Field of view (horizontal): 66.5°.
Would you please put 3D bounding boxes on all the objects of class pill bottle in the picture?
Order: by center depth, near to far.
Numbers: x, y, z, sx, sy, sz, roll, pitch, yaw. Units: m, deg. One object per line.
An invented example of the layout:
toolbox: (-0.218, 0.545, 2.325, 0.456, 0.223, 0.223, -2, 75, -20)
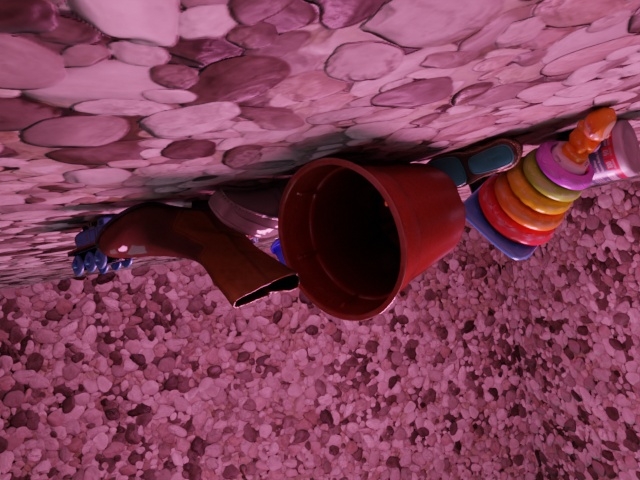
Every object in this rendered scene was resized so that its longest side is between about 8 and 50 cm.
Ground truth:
pill bottle: (0.502, -0.156, 0.946, 0.108, 0.107, 0.180, -7, 176, -42)

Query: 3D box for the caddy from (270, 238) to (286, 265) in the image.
caddy: (0.000, 0.000, 1.648, 0.342, 0.179, 0.241, -17, 163, -30)

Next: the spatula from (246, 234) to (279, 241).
spatula: (-0.155, -0.036, 1.082, 0.168, 0.019, 0.242, -11, -161, 6)

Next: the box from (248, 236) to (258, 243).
box: (-0.252, -0.009, 1.616, 0.233, 0.044, 0.159, -13, -173, 42)

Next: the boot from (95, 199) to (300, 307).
boot: (-0.216, 0.038, 0.854, 0.264, 0.096, 0.280, -8, -143, -42)

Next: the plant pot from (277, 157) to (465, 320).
plant pot: (0.111, -0.028, 0.884, 0.273, 0.272, 0.265, -13, -176, 45)

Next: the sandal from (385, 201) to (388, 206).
sandal: (0.267, -0.105, 1.226, 0.266, 0.101, 0.076, -7, 171, -32)

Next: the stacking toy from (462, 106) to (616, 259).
stacking toy: (0.409, -0.116, 0.866, 0.175, 0.166, 0.301, -38, 165, -36)

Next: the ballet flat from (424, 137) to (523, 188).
ballet flat: (0.284, -0.142, 0.917, 0.206, 0.073, 0.067, -8, -166, 47)

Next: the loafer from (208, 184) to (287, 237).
loafer: (-0.074, -0.068, 0.944, 0.320, 0.112, 0.111, 2, 132, -55)

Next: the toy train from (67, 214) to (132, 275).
toy train: (-0.450, 0.012, 1.002, 0.184, 0.105, 0.080, -13, 173, 39)

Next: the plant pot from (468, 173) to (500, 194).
plant pot: (0.543, -0.117, 1.304, 0.167, 0.187, 0.188, -22, -177, -28)
